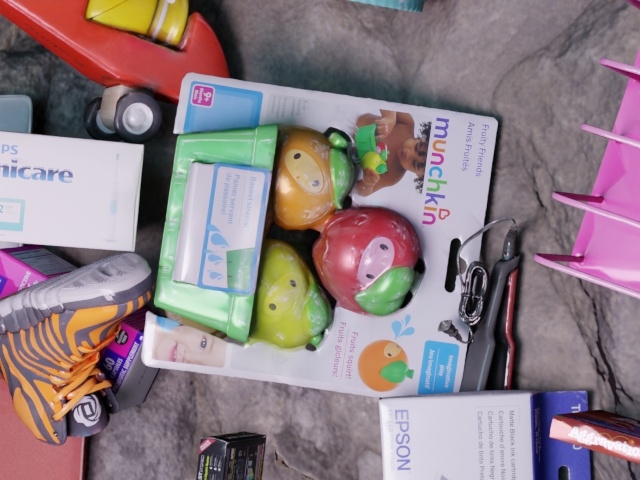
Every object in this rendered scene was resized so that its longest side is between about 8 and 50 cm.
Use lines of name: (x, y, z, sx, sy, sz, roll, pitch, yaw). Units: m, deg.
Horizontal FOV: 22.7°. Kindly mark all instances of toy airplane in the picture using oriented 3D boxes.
toy airplane: (-0.288, -0.316, 1.835, 0.386, 0.384, 0.272, 29, 79, 23)

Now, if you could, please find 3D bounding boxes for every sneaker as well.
sneaker: (-0.259, 0.124, 1.775, 0.321, 0.124, 0.180, -16, 98, 53)

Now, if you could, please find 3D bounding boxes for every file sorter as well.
file sorter: (0.356, -0.080, 1.577, 0.202, 0.182, 0.291, 21, 98, 27)

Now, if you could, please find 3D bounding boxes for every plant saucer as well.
plant saucer: (-0.395, 0.287, 2.033, 0.258, 0.047, 0.259, 8, 97, 28)

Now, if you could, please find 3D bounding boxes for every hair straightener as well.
hair straightener: (0.174, 0.087, 1.719, 0.047, 0.089, 0.231, 18, 100, 60)

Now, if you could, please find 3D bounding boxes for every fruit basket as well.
fruit basket: (0.000, 0.000, 1.731, 0.353, 0.165, 0.327, 9, 88, 3)

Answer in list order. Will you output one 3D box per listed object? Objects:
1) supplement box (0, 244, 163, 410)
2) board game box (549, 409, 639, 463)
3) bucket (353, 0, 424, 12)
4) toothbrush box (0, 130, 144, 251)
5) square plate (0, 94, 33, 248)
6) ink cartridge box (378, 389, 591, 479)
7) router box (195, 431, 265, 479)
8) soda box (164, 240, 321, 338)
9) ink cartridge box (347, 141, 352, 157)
supplement box: (-0.304, 0.104, 1.940, 0.220, 0.114, 0.111, 29, 101, 14)
board game box: (0.381, 0.217, 1.573, 0.281, 0.145, 0.027, 14, 92, 28)
bucket: (0.011, -0.359, 1.733, 0.281, 0.281, 0.183, 16, 100, 28)
toothbrush box: (-0.340, -0.061, 1.854, 0.295, 0.216, 0.126, -175, 90, -72)
square plate: (-0.515, -0.016, 2.119, 0.344, 0.049, 0.347, 2, 89, 28)
ink cartridge box: (0.176, 0.270, 1.681, 0.223, 0.045, 0.223, -3, 90, 3)
router box: (-0.108, 0.287, 1.863, 0.038, 0.092, 0.123, 7, 91, 29)
soda box: (-0.092, 0.065, 1.880, 0.181, 0.061, 0.058, -29, 76, 24)
ink cartridge box: (0.074, -0.096, 1.816, 0.083, 0.028, 0.048, -10, 83, 27)
